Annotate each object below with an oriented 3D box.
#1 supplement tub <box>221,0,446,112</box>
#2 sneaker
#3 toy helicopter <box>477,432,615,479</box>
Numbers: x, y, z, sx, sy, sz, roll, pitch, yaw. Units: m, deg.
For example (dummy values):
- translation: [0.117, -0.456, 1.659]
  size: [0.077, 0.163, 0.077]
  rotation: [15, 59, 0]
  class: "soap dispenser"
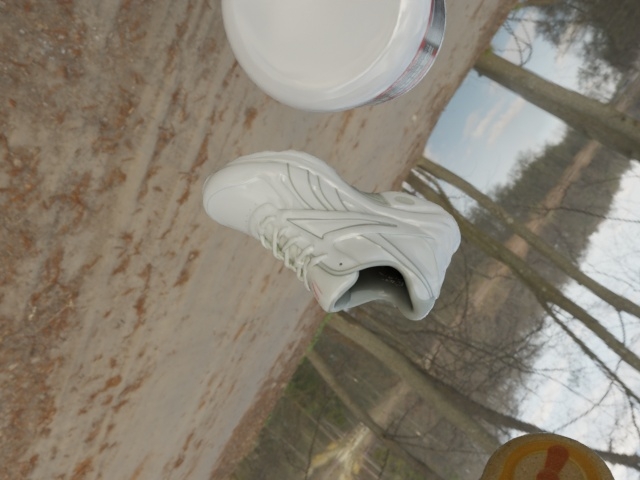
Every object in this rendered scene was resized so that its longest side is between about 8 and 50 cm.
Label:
- translation: [0.033, -0.238, 0.573]
  size: [0.191, 0.191, 0.272]
  rotation: [-61, 173, 22]
  class: "supplement tub"
- translation: [0.000, 0.000, 0.454]
  size: [0.090, 0.232, 0.115]
  rotation: [97, 10, -51]
  class: "sneaker"
- translation: [0.035, 0.229, 0.320]
  size: [0.355, 0.235, 0.140]
  rotation: [-24, 114, -9]
  class: "toy helicopter"
